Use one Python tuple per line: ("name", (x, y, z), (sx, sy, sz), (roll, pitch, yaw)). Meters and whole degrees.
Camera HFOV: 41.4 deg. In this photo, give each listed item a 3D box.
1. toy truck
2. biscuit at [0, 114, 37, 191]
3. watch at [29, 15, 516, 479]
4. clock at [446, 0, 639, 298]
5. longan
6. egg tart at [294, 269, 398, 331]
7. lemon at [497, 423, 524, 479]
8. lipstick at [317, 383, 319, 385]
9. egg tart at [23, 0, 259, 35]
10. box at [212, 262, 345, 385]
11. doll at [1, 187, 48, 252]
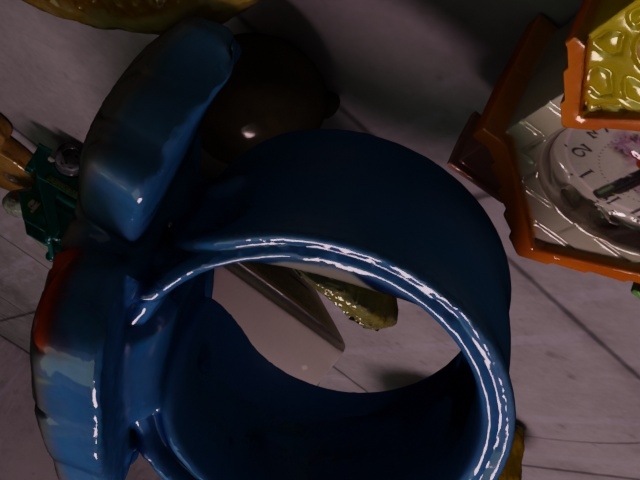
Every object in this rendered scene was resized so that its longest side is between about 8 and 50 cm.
("toy truck", (-0.252, -0.013, 0.981), (0.216, 0.116, 0.110), (30, 156, -2))
("biscuit", (-0.436, -0.128, 1.061), (0.184, 0.035, 0.249), (12, 151, 34))
("watch", (-0.011, 0.027, 0.509), (0.274, 0.241, 0.305), (16, 127, 3))
("clock", (0.192, -0.046, 0.438), (0.220, 0.106, 0.255), (34, 156, -10))
("longan", (-0.042, -0.101, 0.615), (0.119, 0.106, 0.106), (-5, 178, -36))
("egg tart", (0.000, 0.000, 0.741), (0.197, 0.078, 0.197), (40, 178, 2))
("lemon", (0.147, 0.295, 1.073), (0.244, 0.187, 0.187), (-23, 131, 22))
("lipstick", (-0.080, 0.203, 1.263), (0.076, 0.077, 0.289), (34, 155, -10))
("egg tart", (-0.137, -0.233, 0.390), (0.319, 0.128, 0.319), (19, 158, 8))
("box", (-0.101, 0.033, 0.796), (0.203, 0.106, 0.252), (38, -175, -19))
("doll", (-0.308, -0.007, 1.099), (0.214, 0.071, 0.103), (31, 148, -31))
